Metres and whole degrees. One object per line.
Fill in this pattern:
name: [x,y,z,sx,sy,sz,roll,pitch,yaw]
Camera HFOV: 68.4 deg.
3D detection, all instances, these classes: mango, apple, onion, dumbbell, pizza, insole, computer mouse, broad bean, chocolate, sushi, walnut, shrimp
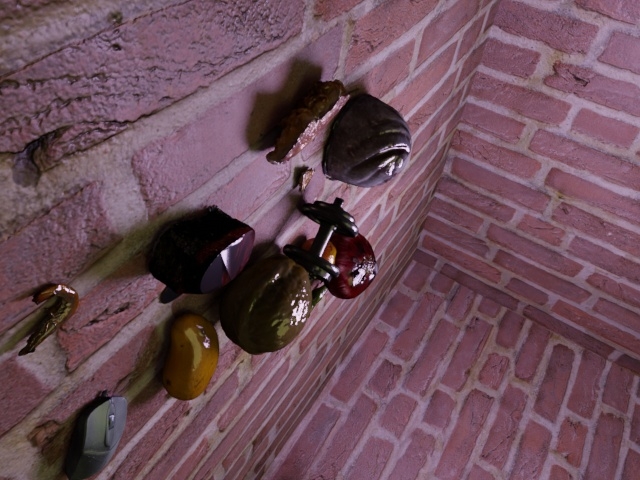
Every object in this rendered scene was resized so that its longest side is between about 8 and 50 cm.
mango: [-0.317,0.291,1.166,0.157,0.108,0.262,-33,145,-48]
apple: [-0.007,0.056,1.587,0.146,0.146,0.147,-51,158,-29]
onion: [0.084,0.098,1.851,0.272,0.284,0.274,10,77,-47]
dumbbell: [0.000,0.000,1.430,0.290,0.191,0.192,-65,162,-9]
pizza: [-0.032,-0.296,1.129,0.305,0.085,0.161,-50,180,-25]
insole: [-0.297,0.083,1.087,0.188,0.004,0.064,-43,154,-44]
computer mouse: [-0.473,0.427,1.011,0.229,0.068,0.113,-66,162,14]
broad bean: [-0.029,0.256,1.959,0.196,0.046,0.061,-57,173,2]
chocolate: [0.171,-0.284,1.479,0.303,0.212,0.303,-53,160,-29]
sushi: [-0.241,0.024,0.982,0.225,0.126,0.137,-42,152,-57]
walnut: [-0.140,0.178,1.287,0.283,0.227,0.283,-43,142,-47]
pizza: [-0.045,-0.184,1.339,0.083,0.025,0.078,-59,165,-16]
shrimp: [-0.440,0.125,0.746,0.127,0.025,0.091,-59,161,-22]
